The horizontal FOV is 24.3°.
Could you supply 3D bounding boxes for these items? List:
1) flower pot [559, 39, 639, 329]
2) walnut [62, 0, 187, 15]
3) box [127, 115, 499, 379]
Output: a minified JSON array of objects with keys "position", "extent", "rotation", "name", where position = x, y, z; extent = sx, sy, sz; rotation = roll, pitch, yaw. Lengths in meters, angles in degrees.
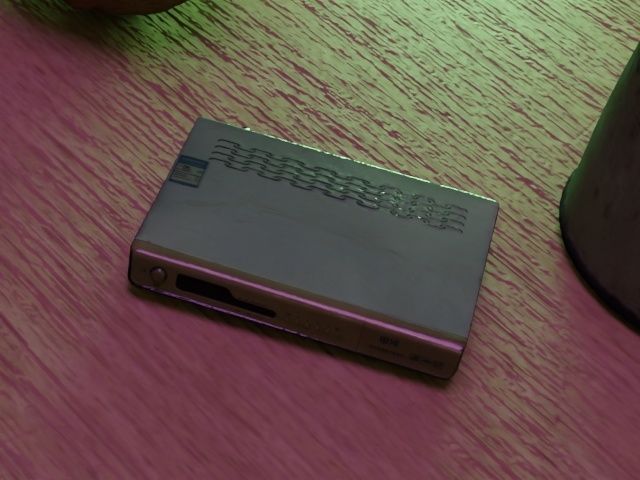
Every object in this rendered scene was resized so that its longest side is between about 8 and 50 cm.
[{"position":[0.379,-0.108,1.208],"extent":[0.293,0.330,0.294],"rotation":[8,40,-7],"name":"flower pot"},{"position":[-0.186,-0.357,1.369],"extent":[0.285,0.285,0.296],"rotation":[-18,71,-31],"name":"walnut"},{"position":[0.000,0.000,1.201],"extent":[0.270,0.045,0.211],"rotation":[15,41,3],"name":"box"}]
